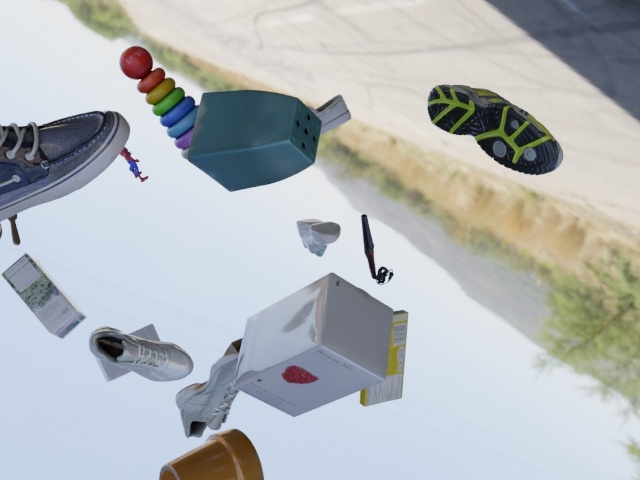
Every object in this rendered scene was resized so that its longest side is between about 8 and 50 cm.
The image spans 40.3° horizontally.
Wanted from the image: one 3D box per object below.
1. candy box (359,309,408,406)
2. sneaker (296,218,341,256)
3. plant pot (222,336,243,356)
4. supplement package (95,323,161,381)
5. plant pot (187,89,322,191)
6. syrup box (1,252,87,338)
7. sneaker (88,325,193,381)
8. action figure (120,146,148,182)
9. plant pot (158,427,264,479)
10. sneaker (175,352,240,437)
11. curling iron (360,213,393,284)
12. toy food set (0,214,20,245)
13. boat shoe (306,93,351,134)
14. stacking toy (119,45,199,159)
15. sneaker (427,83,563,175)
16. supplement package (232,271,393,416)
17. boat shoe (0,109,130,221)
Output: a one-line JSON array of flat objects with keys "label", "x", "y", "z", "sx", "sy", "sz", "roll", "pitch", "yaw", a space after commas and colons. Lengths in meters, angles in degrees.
[{"label": "candy box", "x": 0.139, "y": 0.257, "z": 1.912, "sx": 0.105, "sy": 0.206, "sz": 0.027, "roll": -4, "pitch": -165, "yaw": -29}, {"label": "sneaker", "x": 0.000, "y": 0.000, "z": 2.248, "sx": 0.080, "sy": 0.094, "sz": 0.212, "roll": -8, "pitch": -169, "yaw": -18}, {"label": "plant pot", "x": -0.206, "y": 0.330, "z": 2.359, "sx": 0.109, "sy": 0.096, "sz": 0.109, "roll": 54, "pitch": -147, "yaw": 12}, {"label": "supplement package", "x": -0.558, "y": 0.329, "z": 2.550, "sx": 0.105, "sy": 0.179, "sz": 0.105, "roll": 65, "pitch": 158, "yaw": 1}, {"label": "plant pot", "x": -0.126, "y": -0.219, "z": 1.846, "sx": 0.234, "sy": 0.166, "sz": 0.165, "roll": -4, "pitch": 155, "yaw": 31}, {"label": "syrup box", "x": -0.767, "y": 0.155, "z": 2.425, "sx": 0.237, "sy": 0.093, "sz": 0.096, "roll": 45, "pitch": 171, "yaw": 14}, {"label": "sneaker", "x": -0.381, "y": 0.244, "z": 1.830, "sx": 0.232, "sy": 0.090, "sz": 0.115, "roll": 14, "pitch": 173, "yaw": -4}, {"label": "action figure", "x": -0.388, "y": -0.165, "z": 1.778, "sx": 0.038, "sy": 0.030, "sz": 0.115, "roll": 39, "pitch": 168, "yaw": 34}, {"label": "plant pot", "x": -0.261, "y": 0.556, "z": 2.013, "sx": 0.188, "sy": 0.205, "sz": 0.205, "roll": -8, "pitch": -150, "yaw": -37}, {"label": "sneaker", "x": -0.218, "y": 0.351, "z": 1.940, "sx": 0.099, "sy": 0.262, "sz": 0.121, "roll": 21, "pitch": -140, "yaw": -39}, {"label": "curling iron", "x": 0.151, "y": 0.024, "z": 2.464, "sx": 0.035, "sy": 0.068, "sz": 0.274, "roll": -88, "pitch": -17, "yaw": -47}, {"label": "toy food set", "x": -0.746, "y": -0.029, "z": 1.871, "sx": 0.192, "sy": 0.038, "sz": 0.132, "roll": 9, "pitch": -140, "yaw": -36}, {"label": "boat shoe", "x": -0.031, "y": -0.323, "z": 2.371, "sx": 0.095, "sy": 0.258, "sz": 0.084, "roll": 0, "pitch": 116, "yaw": 52}, {"label": "stacking toy", "x": -0.409, "y": -0.383, "z": 2.343, "sx": 0.330, "sy": 0.141, "sz": 0.141, "roll": 52, "pitch": 179, "yaw": -18}, {"label": "sneaker", "x": 0.429, "y": -0.283, "z": 2.061, "sx": 0.147, "sy": 0.145, "sz": 0.384, "roll": -18, "pitch": -137, "yaw": -35}, {"label": "supplement package", "x": -0.017, "y": 0.222, "z": 1.802, "sx": 0.177, "sy": 0.293, "sz": 0.175, "roll": 32, "pitch": -132, "yaw": -26}, {"label": "boat shoe", "x": -0.476, "y": -0.137, "z": 1.354, "sx": 0.158, "sy": 0.340, "sz": 0.127, "roll": 53, "pitch": -167, "yaw": -48}]
